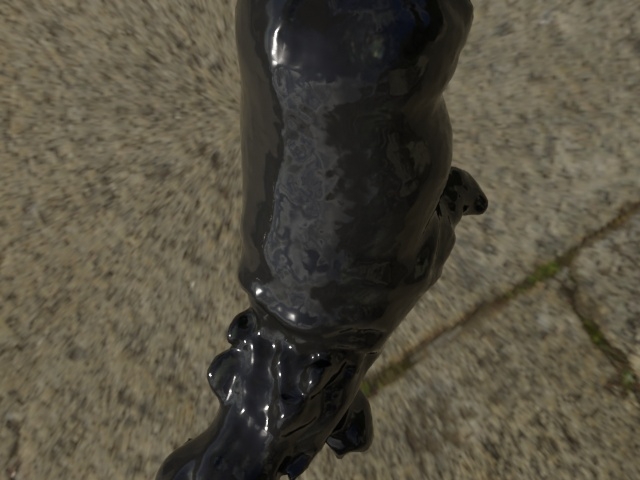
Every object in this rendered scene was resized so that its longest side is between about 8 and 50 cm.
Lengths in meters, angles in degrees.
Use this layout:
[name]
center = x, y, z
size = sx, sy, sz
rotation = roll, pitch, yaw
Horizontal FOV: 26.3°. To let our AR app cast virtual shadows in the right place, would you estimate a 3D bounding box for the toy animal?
[toy animal]
center = 0.009, 0.002, 0.705
size = 0.106, 0.168, 0.343
rotation = 24, 114, 30
